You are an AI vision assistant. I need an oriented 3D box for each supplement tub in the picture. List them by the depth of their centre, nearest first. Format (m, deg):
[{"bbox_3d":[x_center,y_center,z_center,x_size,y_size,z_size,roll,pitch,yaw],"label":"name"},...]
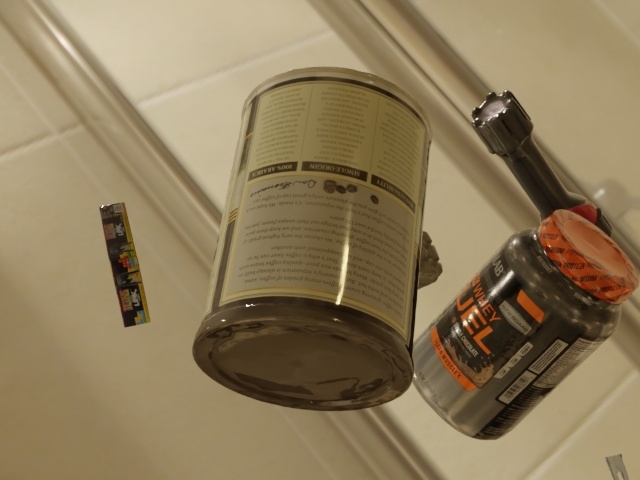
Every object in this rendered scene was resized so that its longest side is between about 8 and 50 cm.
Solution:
[{"bbox_3d":[0.304,0.126,1.596,0.338,0.207,0.207,-52,-16,27],"label":"supplement tub"}]

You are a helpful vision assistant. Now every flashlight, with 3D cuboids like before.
[{"bbox_3d":[0.339,-0.099,1.634,0.103,0.304,0.103,-50,27,-21],"label":"flashlight"}]

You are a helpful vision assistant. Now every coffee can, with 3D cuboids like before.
[{"bbox_3d":[0.000,0.000,1.026,0.201,0.202,0.275,121,161,-58],"label":"coffee can"}]

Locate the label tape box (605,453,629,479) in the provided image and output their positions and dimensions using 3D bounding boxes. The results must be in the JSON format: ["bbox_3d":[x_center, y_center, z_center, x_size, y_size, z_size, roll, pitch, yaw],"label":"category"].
[{"bbox_3d":[0.667,0.546,1.976,0.115,0.347,0.249,-27,-19,14],"label":"label tape box"}]

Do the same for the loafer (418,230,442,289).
[{"bbox_3d":[0.039,0.030,1.365,0.111,0.112,0.319,-31,-25,30],"label":"loafer"}]

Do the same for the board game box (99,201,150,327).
[{"bbox_3d":[-0.329,0.039,1.775,0.048,0.170,0.141,-11,-55,-11],"label":"board game box"}]
